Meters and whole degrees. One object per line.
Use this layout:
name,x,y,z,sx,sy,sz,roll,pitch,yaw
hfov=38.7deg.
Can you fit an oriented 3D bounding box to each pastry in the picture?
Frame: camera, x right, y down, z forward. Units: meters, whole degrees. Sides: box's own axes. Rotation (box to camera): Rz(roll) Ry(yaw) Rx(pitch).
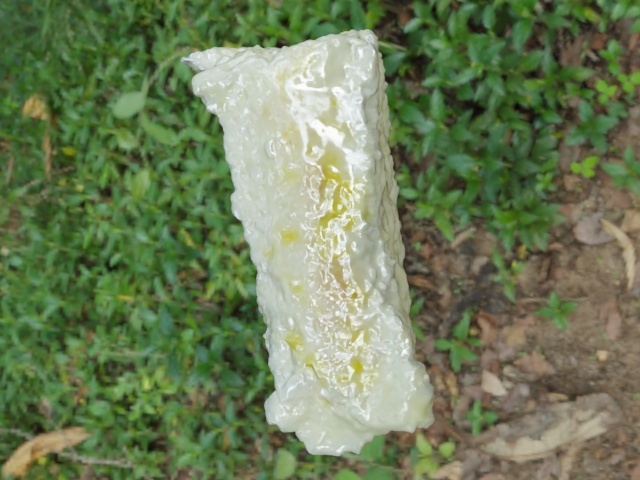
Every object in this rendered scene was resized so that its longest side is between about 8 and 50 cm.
pastry,0.005,-0.003,0.557,0.121,0.089,0.258,-14,91,26
